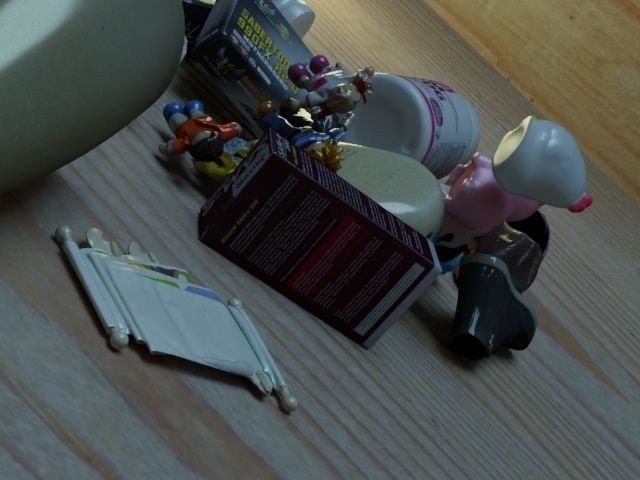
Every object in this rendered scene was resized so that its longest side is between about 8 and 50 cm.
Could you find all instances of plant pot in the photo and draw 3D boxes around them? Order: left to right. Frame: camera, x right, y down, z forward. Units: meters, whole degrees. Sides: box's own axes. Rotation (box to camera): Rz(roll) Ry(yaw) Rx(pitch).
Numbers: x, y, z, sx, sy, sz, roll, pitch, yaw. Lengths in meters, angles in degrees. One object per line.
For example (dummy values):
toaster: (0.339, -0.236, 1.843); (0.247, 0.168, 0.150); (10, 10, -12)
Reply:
plant pot: (-0.282, -0.144, 1.178); (0.256, 0.256, 0.274); (38, 36, -9)

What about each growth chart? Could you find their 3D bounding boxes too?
growth chart: (-0.132, 0.067, 1.284); (0.237, 0.021, 0.172); (24, 25, -40)

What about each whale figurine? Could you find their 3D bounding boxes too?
whale figurine: (0.017, -0.043, 1.684); (0.272, 0.141, 0.216); (25, 35, 26)

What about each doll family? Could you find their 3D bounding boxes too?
doll family: (-0.050, -0.112, 1.598); (0.163, 0.263, 0.118); (-129, -160, -60)

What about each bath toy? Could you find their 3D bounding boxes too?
bath toy: (0.215, -0.048, 1.731); (0.129, 0.348, 0.151); (36, 60, -12)

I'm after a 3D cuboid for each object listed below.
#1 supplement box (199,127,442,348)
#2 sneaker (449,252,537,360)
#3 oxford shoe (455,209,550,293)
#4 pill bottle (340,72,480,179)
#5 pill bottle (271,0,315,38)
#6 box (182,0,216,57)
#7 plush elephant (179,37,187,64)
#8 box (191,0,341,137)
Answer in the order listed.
supplement box: (0.000, 0.000, 1.519); (0.239, 0.130, 0.073); (35, 20, -21)
sneaker: (0.214, 0.117, 1.786); (0.222, 0.083, 0.118); (51, 49, -52)
oxford shoe: (0.294, 0.000, 2.079); (0.130, 0.133, 0.364); (39, 19, -6)
pill bottle: (0.135, -0.167, 2.096); (0.160, 0.160, 0.283); (47, 19, 15)
pill bottle: (-0.130, -0.404, 2.126); (0.264, 0.146, 0.146); (46, 20, 12)
box: (-0.295, -0.419, 1.918); (0.395, 0.097, 0.318); (48, 22, 20)
plush elephant: (-0.258, -0.307, 1.557); (0.330, 0.255, 0.272); (14, 23, -39)
box: (-0.062, -0.218, 1.844); (0.231, 0.056, 0.183); (51, 29, -23)
